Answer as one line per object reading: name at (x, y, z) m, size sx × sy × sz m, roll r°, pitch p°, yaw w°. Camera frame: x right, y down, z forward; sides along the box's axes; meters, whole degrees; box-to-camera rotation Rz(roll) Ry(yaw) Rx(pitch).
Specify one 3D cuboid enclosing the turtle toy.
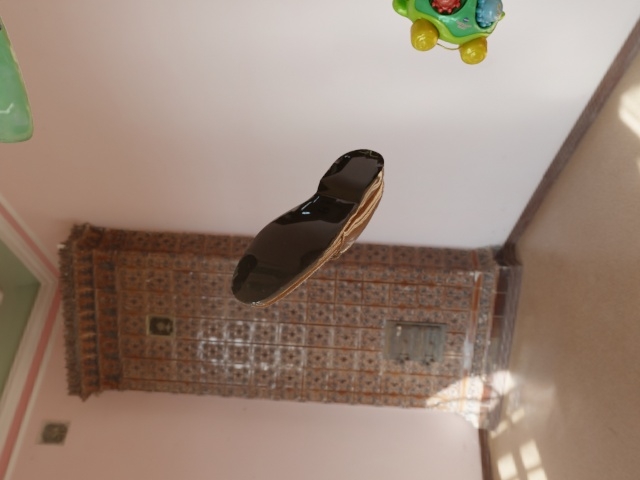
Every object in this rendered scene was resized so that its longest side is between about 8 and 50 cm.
turtle toy at (0.107, -0.218, 0.478) m, size 0.066 × 0.130 × 0.095 m, roll 126°, pitch 150°, yaw -58°

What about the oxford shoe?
oxford shoe at (0.000, 0.000, 0.549) m, size 0.212 × 0.076 × 0.076 m, roll -44°, pitch -38°, yaw -25°

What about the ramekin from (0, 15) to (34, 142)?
ramekin at (-0.438, -0.227, 0.559) m, size 0.303 × 0.148 × 0.304 m, roll 37°, pitch 142°, yaw 36°
